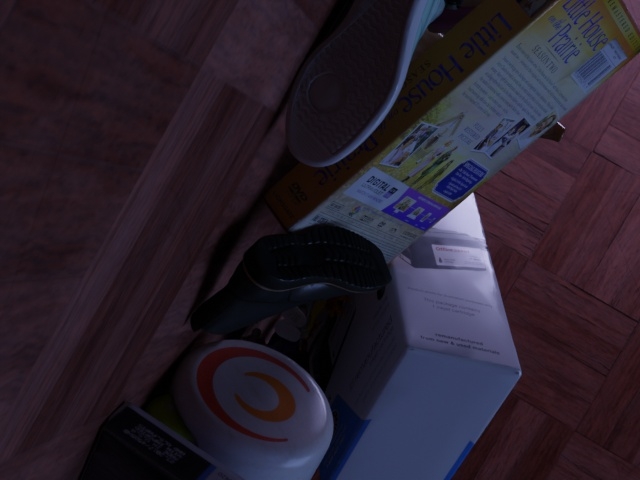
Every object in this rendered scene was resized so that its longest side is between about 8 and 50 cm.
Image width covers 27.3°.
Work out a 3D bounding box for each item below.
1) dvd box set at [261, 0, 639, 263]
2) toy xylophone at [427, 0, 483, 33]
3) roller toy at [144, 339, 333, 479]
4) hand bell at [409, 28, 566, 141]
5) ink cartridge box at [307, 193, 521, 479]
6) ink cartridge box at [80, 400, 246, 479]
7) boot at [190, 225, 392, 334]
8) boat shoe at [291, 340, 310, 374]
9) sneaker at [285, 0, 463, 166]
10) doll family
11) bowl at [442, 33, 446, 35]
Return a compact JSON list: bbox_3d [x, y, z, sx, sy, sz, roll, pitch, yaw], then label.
[{"bbox_3d":[0.161,-0.139,1.466,0.420,0.062,0.307,-41,160,13],"label":"dvd box set"},{"bbox_3d":[0.257,-0.333,1.578,0.322,0.236,0.081,-36,123,-45],"label":"toy xylophone"},{"bbox_3d":[-0.092,0.224,1.487,0.146,0.209,0.191,-63,178,32],"label":"roller toy"},{"bbox_3d":[0.196,-0.190,1.639,0.126,0.242,0.126,-59,173,-11],"label":"hand bell"},{"bbox_3d":[0.105,0.114,1.777,0.395,0.166,0.285,-97,-154,-49],"label":"ink cartridge box"},{"bbox_3d":[-0.132,0.361,1.333,0.072,0.303,0.307,-43,161,-59],"label":"ink cartridge box"},{"bbox_3d":[-0.033,0.050,1.404,0.197,0.077,0.137,6,143,-42],"label":"boot"},{"bbox_3d":[0.000,0.201,2.021,0.307,0.111,0.104,-28,142,-18],"label":"boat shoe"},{"bbox_3d":[0.059,-0.179,1.274,0.256,0.094,0.151,-62,167,2],"label":"sneaker"},{"bbox_3d":[-0.040,0.113,1.729,0.263,0.118,0.163,-63,173,26],"label":"doll family"},{"bbox_3d":[0.201,-0.318,1.817,0.170,0.080,0.170,-59,173,-11],"label":"bowl"}]
